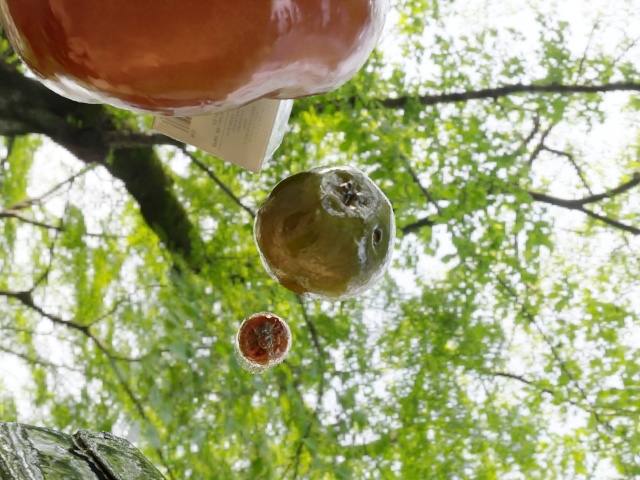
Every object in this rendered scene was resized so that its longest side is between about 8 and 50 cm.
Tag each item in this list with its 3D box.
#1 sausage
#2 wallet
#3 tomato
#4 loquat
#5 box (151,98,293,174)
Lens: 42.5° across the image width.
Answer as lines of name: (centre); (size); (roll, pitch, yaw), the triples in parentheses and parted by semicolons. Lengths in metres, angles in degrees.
sausage: (-0.096, 0.169, 1.359); (0.312, 0.093, 0.093); (120, -36, -77)
wallet: (-0.226, 0.280, 0.849); (0.406, 0.228, 0.062); (15, -90, 57)
tomato: (-0.079, -0.178, 0.493); (0.260, 0.260, 0.180); (31, -45, 49)
loquat: (0.000, 0.000, 1.247); (0.246, 0.213, 0.213); (-57, -134, 51)
box: (-0.142, -0.276, 1.335); (0.116, 0.203, 0.274); (-63, 174, -51)
